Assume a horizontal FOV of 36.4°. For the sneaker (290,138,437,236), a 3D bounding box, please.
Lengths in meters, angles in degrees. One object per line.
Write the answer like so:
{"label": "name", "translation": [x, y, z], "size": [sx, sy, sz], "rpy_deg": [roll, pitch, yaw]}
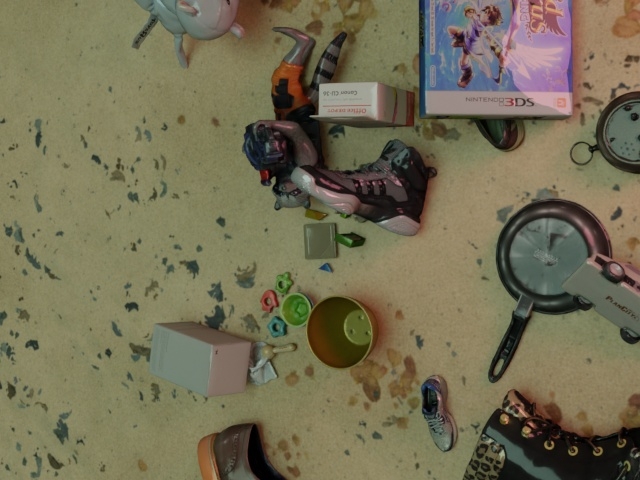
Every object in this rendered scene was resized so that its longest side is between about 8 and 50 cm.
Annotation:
{"label": "sneaker", "translation": [0.082, -0.114, 1.686], "size": [0.101, 0.268, 0.153], "rpy_deg": [32, 100, 60]}

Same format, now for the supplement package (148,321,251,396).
{"label": "supplement package", "translation": [-0.238, 0.230, 1.910], "size": [0.179, 0.105, 0.105], "rpy_deg": [13, 97, 42]}

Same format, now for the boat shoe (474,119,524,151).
{"label": "boat shoe", "translation": [0.280, -0.258, 1.654], "size": [0.080, 0.073, 0.224], "rpy_deg": [-24, 82, 24]}

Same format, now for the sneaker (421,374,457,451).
{"label": "sneaker", "translation": [0.201, 0.310, 1.724], "size": [0.052, 0.058, 0.135], "rpy_deg": [-16, 85, 28]}

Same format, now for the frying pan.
{"label": "frying pan", "translation": [0.342, 0.070, 1.651], "size": [0.326, 0.053, 0.197], "rpy_deg": [-44, 71, 19]}

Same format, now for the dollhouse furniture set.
{"label": "dollhouse furniture set", "translation": [0.074, -0.065, 1.780], "size": [0.076, 0.058, 0.152], "rpy_deg": [27, 104, 25]}

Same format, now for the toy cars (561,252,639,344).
{"label": "toy cars", "translation": [0.576, 0.089, 1.497], "size": [0.393, 0.087, 0.176], "rpy_deg": [4, 130, 30]}

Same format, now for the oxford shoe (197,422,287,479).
{"label": "oxford shoe", "translation": [-0.117, 0.528, 1.865], "size": [0.132, 0.130, 0.364], "rpy_deg": [-27, 79, 20]}

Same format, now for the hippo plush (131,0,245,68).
{"label": "hippo plush", "translation": [-0.261, -0.468, 1.808], "size": [0.236, 0.234, 0.294], "rpy_deg": [41, 110, 55]}

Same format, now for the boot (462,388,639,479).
{"label": "boot", "translation": [0.419, 0.331, 1.570], "size": [0.284, 0.138, 0.377], "rpy_deg": [32, 111, 24]}

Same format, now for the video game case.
{"label": "video game case", "translation": [0.285, -0.333, 1.585], "size": [0.244, 0.061, 0.270], "rpy_deg": [0, 89, -5]}

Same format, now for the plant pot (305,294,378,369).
{"label": "plant pot", "translation": [0.054, 0.164, 1.776], "size": [0.134, 0.095, 0.134], "rpy_deg": [1, 91, 29]}

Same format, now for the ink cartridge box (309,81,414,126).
{"label": "ink cartridge box", "translation": [0.073, -0.236, 1.695], "size": [0.115, 0.198, 0.067], "rpy_deg": [2, 93, 28]}

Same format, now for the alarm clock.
{"label": "alarm clock", "translation": [0.489, -0.165, 1.556], "size": [0.192, 0.064, 0.129], "rpy_deg": [-21, 82, 30]}

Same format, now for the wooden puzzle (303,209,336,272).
{"label": "wooden puzzle", "translation": [0.000, 0.000, 1.848], "size": [0.078, 0.014, 0.116], "rpy_deg": [5, 94, 32]}

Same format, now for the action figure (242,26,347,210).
{"label": "action figure", "translation": [-0.042, -0.212, 1.748], "size": [0.178, 0.341, 0.330], "rpy_deg": [1, 102, -10]}

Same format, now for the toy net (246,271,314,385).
{"label": "toy net", "translation": [-0.099, 0.180, 1.888], "size": [0.122, 0.045, 0.232], "rpy_deg": [40, 109, 21]}
